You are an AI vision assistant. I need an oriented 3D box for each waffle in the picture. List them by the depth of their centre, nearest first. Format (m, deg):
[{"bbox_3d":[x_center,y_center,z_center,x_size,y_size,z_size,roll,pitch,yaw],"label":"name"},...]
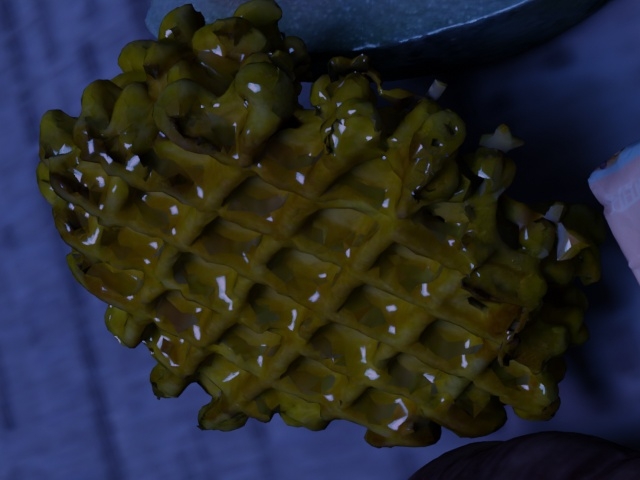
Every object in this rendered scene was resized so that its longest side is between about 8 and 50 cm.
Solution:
[{"bbox_3d":[0.000,0.000,0.583,0.197,0.070,0.193,-10,134,36],"label":"waffle"}]

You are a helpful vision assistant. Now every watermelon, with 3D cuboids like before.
[{"bbox_3d":[0.031,-0.098,0.594,0.180,0.081,0.094,10,89,23],"label":"watermelon"}]

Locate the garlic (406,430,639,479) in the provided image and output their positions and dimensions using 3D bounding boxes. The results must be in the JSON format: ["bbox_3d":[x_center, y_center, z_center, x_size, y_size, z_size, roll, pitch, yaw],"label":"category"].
[{"bbox_3d":[0.078,0.179,0.544,0.245,0.160,0.245,2,93,34],"label":"garlic"}]

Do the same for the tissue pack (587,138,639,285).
[{"bbox_3d":[0.141,-0.012,0.516,0.094,0.058,0.074,-33,81,39],"label":"tissue pack"}]
